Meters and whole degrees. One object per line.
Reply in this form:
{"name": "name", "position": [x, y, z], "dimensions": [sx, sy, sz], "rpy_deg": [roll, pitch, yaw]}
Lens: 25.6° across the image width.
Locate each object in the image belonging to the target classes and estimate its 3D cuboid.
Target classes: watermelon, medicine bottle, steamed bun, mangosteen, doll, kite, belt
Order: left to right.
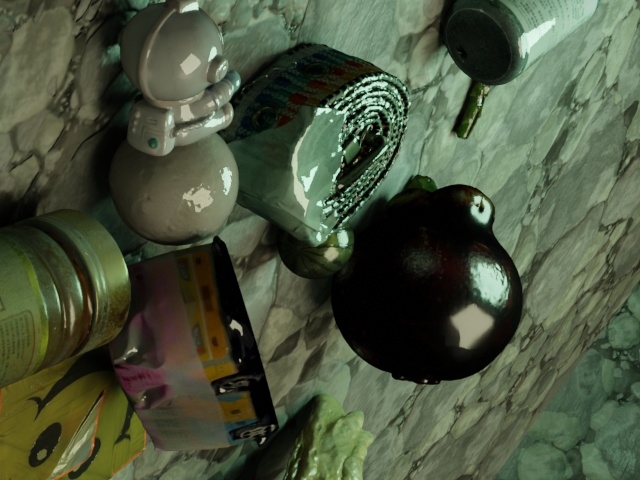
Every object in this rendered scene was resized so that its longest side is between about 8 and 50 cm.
{"name": "medicine bottle", "position": [-0.347, 0.078, 1.365], "dimensions": [0.322, 0.151, 0.151], "rpy_deg": [-23, 139, -51]}
{"name": "kite", "position": [-0.315, 0.249, 1.775], "dimensions": [0.327, 0.013, 0.377], "rpy_deg": [-58, 154, -3]}
{"name": "doll", "position": [-0.157, -0.128, 1.490], "dimensions": [0.151, 0.151, 0.287], "rpy_deg": [-37, 145, -37]}
{"name": "belt", "position": [-0.007, -0.125, 1.750], "dimensions": [0.257, 0.150, 0.207], "rpy_deg": [-42, 143, -32]}
{"name": "watermelon", "position": [0.000, 0.000, 1.964], "dimensions": [0.133, 0.105, 0.105], "rpy_deg": [-10, 128, -58]}
{"name": "steamed bun", "position": [0.027, 0.471, 2.265], "dimensions": [0.428, 0.189, 0.247], "rpy_deg": [-68, 165, -53]}
{"name": "mangosteen", "position": [0.175, 0.068, 2.148], "dimensions": [0.313, 0.297, 0.297], "rpy_deg": [-55, 156, 5]}
{"name": "medicine bottle", "position": [0.318, -0.351, 2.083], "dimensions": [0.293, 0.141, 0.141], "rpy_deg": [-38, 149, -35]}

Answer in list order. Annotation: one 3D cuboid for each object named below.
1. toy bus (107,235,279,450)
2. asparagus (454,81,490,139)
{"name": "toy bus", "position": [-0.153, 0.139, 1.642], "dimensions": [0.162, 0.171, 0.386], "rpy_deg": [-16, 159, -4]}
{"name": "asparagus", "position": [0.252, -0.235, 2.234], "dimensions": [0.036, 0.030, 0.165], "rpy_deg": [-1, 125, -29]}
